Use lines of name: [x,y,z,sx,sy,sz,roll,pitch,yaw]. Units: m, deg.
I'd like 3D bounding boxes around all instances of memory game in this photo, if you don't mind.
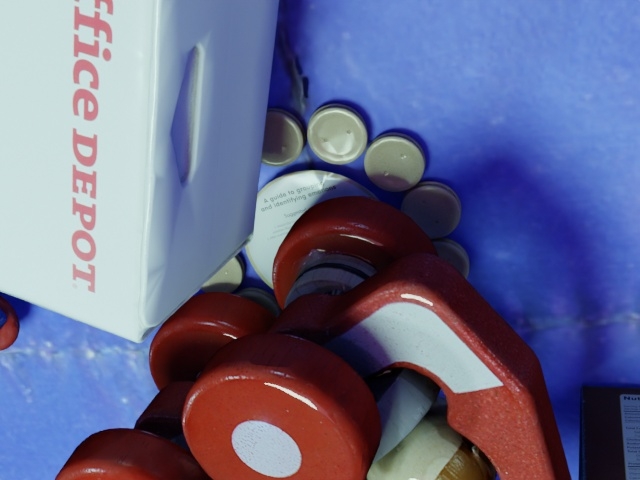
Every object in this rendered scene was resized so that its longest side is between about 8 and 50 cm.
memory game: [0.000,0.000,0.691,0.186,0.012,0.186,6,120,10]

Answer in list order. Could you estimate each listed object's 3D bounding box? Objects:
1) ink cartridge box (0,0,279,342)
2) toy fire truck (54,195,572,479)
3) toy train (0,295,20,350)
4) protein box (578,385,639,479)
ink cartridge box: [-0.183,-0.112,0.564,0.307,0.129,0.223,19,122,18]
toy fire truck: [0.015,0.140,0.650,0.254,0.169,0.302,46,127,-13]
toy train: [-0.330,0.081,0.771,0.143,0.105,0.248,50,126,2]
protein box: [0.223,0.225,0.658,0.136,0.201,0.200,0,119,13]
